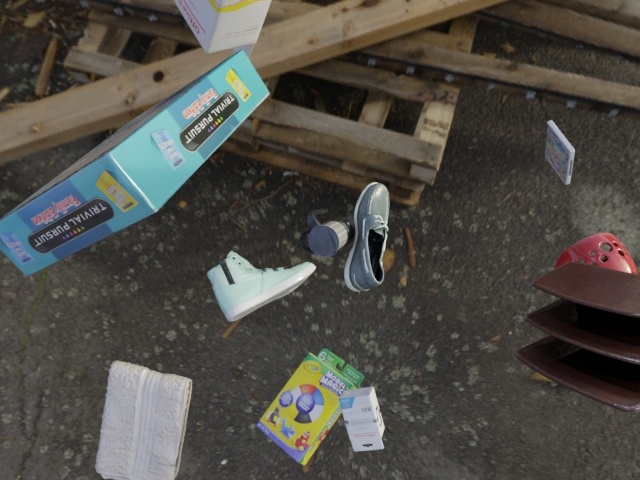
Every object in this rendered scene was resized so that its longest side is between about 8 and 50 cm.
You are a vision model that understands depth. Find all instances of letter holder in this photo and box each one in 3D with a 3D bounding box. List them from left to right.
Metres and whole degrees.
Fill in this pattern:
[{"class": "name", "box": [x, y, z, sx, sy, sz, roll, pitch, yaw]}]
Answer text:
[{"class": "letter holder", "box": [0.517, 0.167, 1.030, 0.214, 0.302, 0.152, -22, 103, -14]}]

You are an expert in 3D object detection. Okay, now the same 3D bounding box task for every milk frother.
[{"class": "milk frother", "box": [0.000, 0.000, 1.454, 0.129, 0.134, 0.143, 35, 112, 12]}]

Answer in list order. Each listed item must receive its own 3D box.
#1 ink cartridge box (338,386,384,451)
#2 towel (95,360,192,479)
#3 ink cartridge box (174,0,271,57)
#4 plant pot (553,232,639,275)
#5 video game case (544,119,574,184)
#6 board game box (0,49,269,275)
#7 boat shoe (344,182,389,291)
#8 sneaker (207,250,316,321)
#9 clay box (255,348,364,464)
[{"class": "ink cartridge box", "box": [0.061, 0.256, 0.784, 0.048, 0.028, 0.084, -12, 99, 19]}, {"class": "towel", "box": [-0.389, 0.410, 1.193, 0.187, 0.049, 0.283, 12, 102, 6]}, {"class": "ink cartridge box", "box": [-0.188, -0.498, 1.004, 0.119, 0.353, 0.207, -25, 77, -30]}, {"class": "plant pot", "box": [0.768, 0.103, 1.497, 0.190, 0.191, 0.174, -15, 50, -2]}, {"class": "video game case", "box": [0.488, -0.179, 1.121, 0.011, 0.122, 0.087, -25, 58, 6]}, {"class": "board game box", "box": [-0.240, -0.114, 0.737, 0.253, 0.079, 0.336, -20, 27, 31]}, {"class": "boat shoe", "box": [0.151, -0.016, 1.480, 0.116, 0.099, 0.320, 29, 65, -33]}, {"class": "sneaker", "box": [-0.139, 0.070, 1.293, 0.255, 0.094, 0.151, -24, 75, -30]}, {"class": "clay box", "box": [-0.020, 0.344, 1.171, 0.127, 0.053, 0.222, 30, 76, 29]}]
